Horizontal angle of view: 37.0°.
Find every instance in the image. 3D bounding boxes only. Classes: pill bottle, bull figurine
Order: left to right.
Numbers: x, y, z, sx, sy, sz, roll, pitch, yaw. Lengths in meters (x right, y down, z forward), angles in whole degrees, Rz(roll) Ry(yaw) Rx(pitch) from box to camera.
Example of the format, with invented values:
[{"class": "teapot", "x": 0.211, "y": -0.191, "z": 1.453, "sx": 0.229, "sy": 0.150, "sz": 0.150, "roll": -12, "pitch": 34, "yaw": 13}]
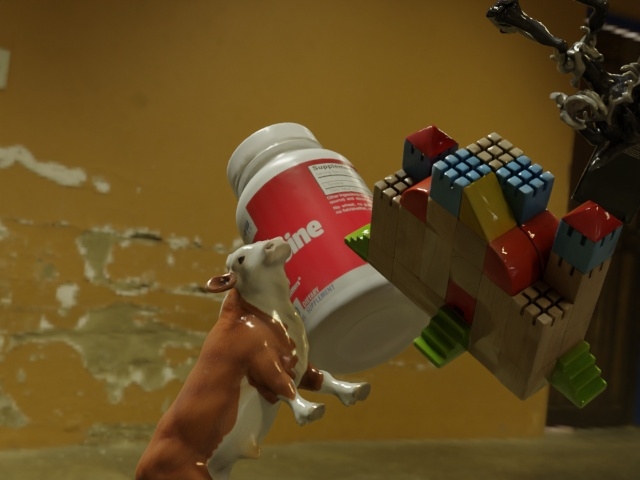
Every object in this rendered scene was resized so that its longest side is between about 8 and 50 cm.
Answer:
[{"class": "bull figurine", "x": -0.072, "y": 0.154, "z": 0.954, "sx": 0.188, "sy": 0.310, "sz": 0.101, "roll": 33, "pitch": 9, "yaw": 36}, {"class": "pill bottle", "x": 0.000, "y": 0.000, "z": 1.577, "sx": 0.229, "sy": 0.229, "sz": 0.408, "roll": 7, "pitch": 40, "yaw": -42}]

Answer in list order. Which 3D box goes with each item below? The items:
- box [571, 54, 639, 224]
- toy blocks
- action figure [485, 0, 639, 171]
[{"class": "box", "x": 0.486, "y": -0.183, "z": 1.432, "sx": 0.103, "sy": 0.261, "sz": 0.184, "roll": 27, "pitch": -34, "yaw": 11}, {"class": "toy blocks", "x": 0.191, "y": -0.002, "z": 1.137, "sx": 0.190, "sy": 0.261, "sz": 0.381, "roll": -29, "pitch": 52, "yaw": -27}, {"class": "action figure", "x": 0.307, "y": -0.182, "z": 1.028, "sx": 0.275, "sy": 0.164, "sz": 0.141, "roll": 44, "pitch": 2, "yaw": -9}]
